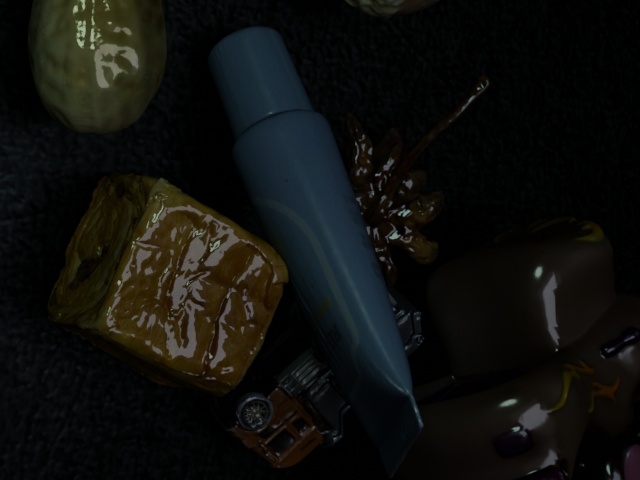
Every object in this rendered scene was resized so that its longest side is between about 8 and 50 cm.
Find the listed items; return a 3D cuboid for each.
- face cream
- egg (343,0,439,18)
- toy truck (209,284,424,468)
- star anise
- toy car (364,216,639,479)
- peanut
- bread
[{"bbox_3d":[0.000,0.000,1.403,0.086,0.135,0.385,-16,69,-16],"label":"face cream"},{"bbox_3d":[0.068,-0.312,1.460,0.203,0.203,0.245,5,98,-32],"label":"egg"},{"bbox_3d":[0.000,0.111,1.491,0.192,0.083,0.092,-42,115,-2],"label":"toy truck"},{"bbox_3d":[0.048,-0.055,1.535,0.177,0.073,0.234,13,94,-26],"label":"star anise"},{"bbox_3d":[0.175,0.129,1.517,0.341,0.271,0.240,-30,101,-50],"label":"toy car"},{"bbox_3d":[-0.169,-0.219,1.366,0.111,0.125,0.274,6,86,3],"label":"peanut"},{"bbox_3d":[-0.128,0.038,1.393,0.143,0.158,0.149,29,84,-30],"label":"bread"}]
